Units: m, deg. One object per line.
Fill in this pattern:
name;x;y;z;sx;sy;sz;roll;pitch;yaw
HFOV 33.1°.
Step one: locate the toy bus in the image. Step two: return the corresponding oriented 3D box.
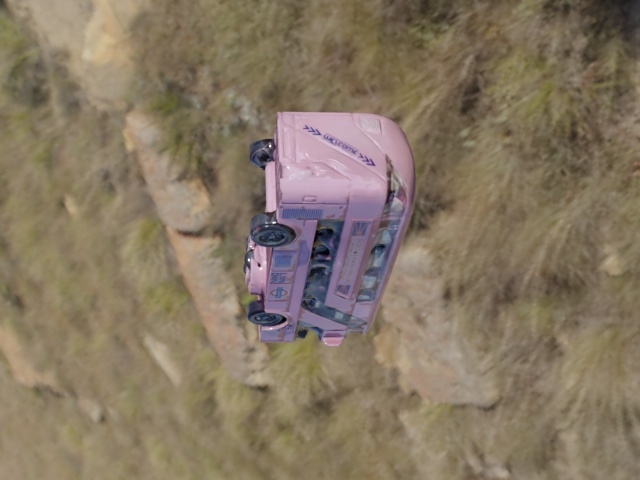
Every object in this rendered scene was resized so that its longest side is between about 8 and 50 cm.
toy bus;0.000;0.000;0.630;0.203;0.090;0.063;104;165;-62
